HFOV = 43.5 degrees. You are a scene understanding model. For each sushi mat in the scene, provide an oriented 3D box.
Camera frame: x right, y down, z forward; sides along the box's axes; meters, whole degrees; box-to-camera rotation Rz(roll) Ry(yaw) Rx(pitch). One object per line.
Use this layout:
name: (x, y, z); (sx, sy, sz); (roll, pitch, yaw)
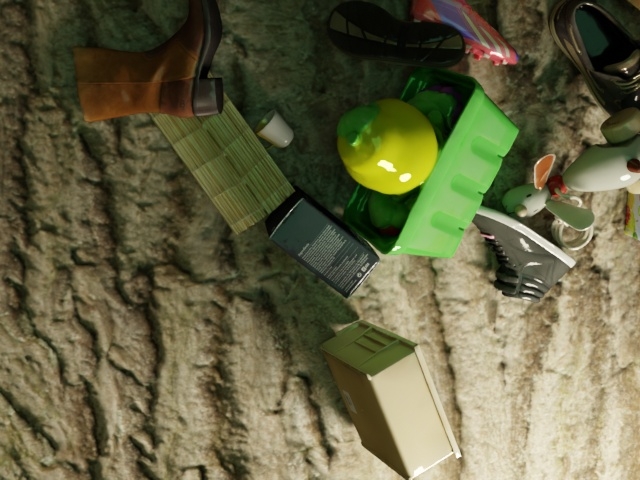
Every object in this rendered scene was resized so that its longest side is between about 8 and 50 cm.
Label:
sushi mat: (-0.198, -0.178, 1.596); (0.151, 0.019, 0.316); (-35, 96, 3)

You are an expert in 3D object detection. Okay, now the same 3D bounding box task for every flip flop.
flip flop: (0.145, -0.389, 1.563); (0.277, 0.080, 0.112); (13, 85, 10)

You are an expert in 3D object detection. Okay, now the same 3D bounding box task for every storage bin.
storage bin: (0.134, 0.327, 1.675); (0.123, 0.260, 0.262); (-28, 107, -18)

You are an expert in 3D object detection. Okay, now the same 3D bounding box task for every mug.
mug: (-0.092, -0.218, 1.615); (0.064, 0.078, 0.062); (39, 64, -23)

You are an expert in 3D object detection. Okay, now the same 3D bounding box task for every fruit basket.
fruit basket: (0.152, -0.166, 1.533); (0.392, 0.283, 0.391); (-8, 112, -19)

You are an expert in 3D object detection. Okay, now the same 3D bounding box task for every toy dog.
toy dog: (0.532, -0.113, 1.606); (0.220, 0.161, 0.333); (38, 117, -2)

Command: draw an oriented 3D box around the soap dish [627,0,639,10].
soap dish: (0.626, -0.593, 1.576); (0.291, 0.118, 0.228); (31, 98, -14)

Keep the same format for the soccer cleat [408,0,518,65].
soccer cleat: (0.294, -0.427, 1.597); (0.248, 0.083, 0.095); (23, 95, -10)

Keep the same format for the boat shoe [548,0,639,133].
boat shoe: (0.592, -0.339, 1.602); (0.355, 0.130, 0.132); (44, 103, -4)

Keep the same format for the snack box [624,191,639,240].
snack box: (0.717, -0.095, 1.683); (0.070, 0.174, 0.207); (-4, 105, -7)

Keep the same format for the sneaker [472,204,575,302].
sneaker: (0.395, 0.034, 1.708); (0.296, 0.104, 0.146); (30, 93, -18)

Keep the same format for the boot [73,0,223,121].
boot: (-0.331, -0.363, 1.538); (0.281, 0.096, 0.264); (0, 104, 8)

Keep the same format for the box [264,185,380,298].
box: (0.000, 0.000, 1.624); (0.207, 0.153, 0.108); (38, 96, -15)
